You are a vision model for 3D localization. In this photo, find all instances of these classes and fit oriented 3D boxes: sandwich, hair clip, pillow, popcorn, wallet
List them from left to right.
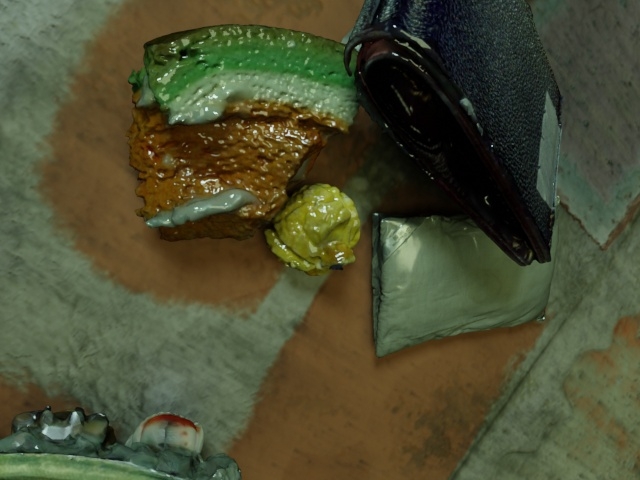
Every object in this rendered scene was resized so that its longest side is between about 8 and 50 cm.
[{"bbox_3d":[-0.224,0.171,0.447,0.321,0.138,0.091,9,56,-26],"label":"hair clip"},{"bbox_3d":[-0.048,-0.077,0.447,0.184,0.109,0.160,-8,105,-22],"label":"sandwich"},{"bbox_3d":[0.000,0.000,0.503,0.084,0.084,0.084,-7,107,-23],"label":"popcorn"},{"bbox_3d":[0.154,0.034,0.604,0.229,0.050,0.148,-6,113,-23],"label":"pillow"},{"bbox_3d":[0.130,-0.135,0.485,0.262,0.071,0.221,42,49,-32],"label":"wallet"}]

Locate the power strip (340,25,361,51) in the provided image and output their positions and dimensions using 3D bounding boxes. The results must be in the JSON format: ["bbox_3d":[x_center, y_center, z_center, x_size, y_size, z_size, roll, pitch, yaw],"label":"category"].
[{"bbox_3d":[0.099,-0.137,0.538,0.081,0.035,0.192,-48,117,-7],"label":"power strip"}]
